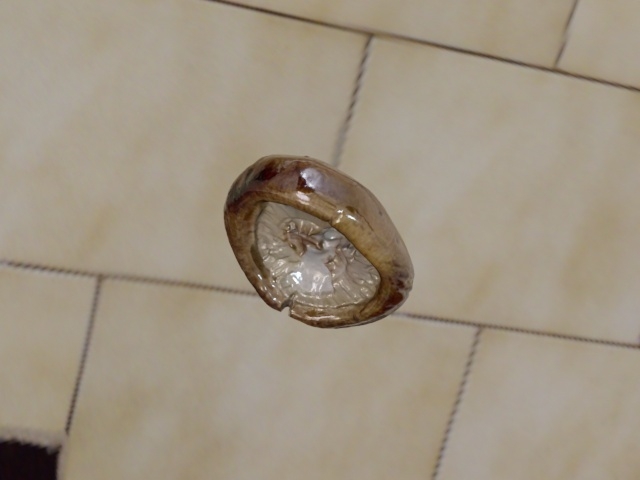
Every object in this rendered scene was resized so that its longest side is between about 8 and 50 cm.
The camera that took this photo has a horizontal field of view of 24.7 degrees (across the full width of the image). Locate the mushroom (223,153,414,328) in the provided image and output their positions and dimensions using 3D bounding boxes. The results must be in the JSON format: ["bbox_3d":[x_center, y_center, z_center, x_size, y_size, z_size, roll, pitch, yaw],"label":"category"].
[{"bbox_3d":[0.000,0.000,0.855,0.123,0.123,0.052,56,48,-27],"label":"mushroom"}]
